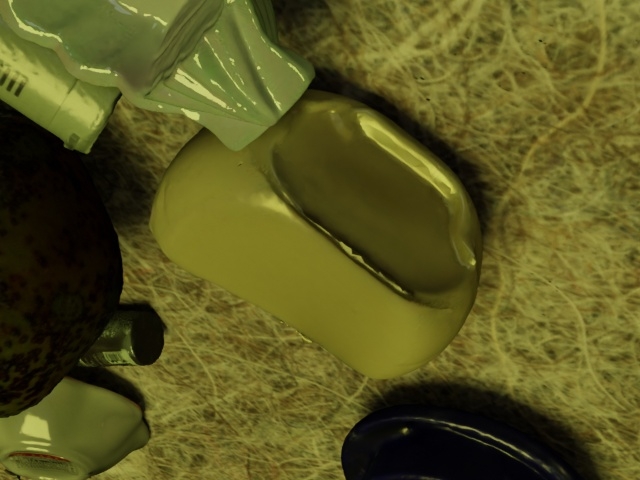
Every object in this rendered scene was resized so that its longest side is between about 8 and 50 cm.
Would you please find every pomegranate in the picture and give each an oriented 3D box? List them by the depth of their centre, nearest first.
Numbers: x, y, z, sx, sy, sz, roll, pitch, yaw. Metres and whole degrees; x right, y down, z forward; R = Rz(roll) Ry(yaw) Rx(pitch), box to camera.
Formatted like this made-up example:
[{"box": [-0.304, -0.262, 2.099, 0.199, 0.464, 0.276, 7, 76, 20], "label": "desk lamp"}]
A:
[{"box": [-0.296, 0.028, 1.169, 0.285, 0.285, 0.340, 16, 175, 14], "label": "pomegranate"}]

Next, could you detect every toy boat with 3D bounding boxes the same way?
[{"box": [-0.127, -0.192, 0.885, 0.290, 0.100, 0.199, 43, 139, -9], "label": "toy boat"}]

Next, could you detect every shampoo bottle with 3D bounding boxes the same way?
[{"box": [-0.261, 0.107, 1.368, 0.207, 0.063, 0.057, -4, 122, 35], "label": "shampoo bottle"}]

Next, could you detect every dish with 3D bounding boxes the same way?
[{"box": [-0.312, 0.232, 1.491, 0.229, 0.081, 0.229, 6, 149, 4], "label": "dish"}]

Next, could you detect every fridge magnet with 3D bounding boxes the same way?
[{"box": [0.141, 0.259, 1.266, 0.265, 0.113, 0.265, 17, 140, 14], "label": "fridge magnet"}]

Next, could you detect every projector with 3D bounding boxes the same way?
[{"box": [-0.292, -0.201, 0.979, 0.337, 0.108, 0.108, 34, 143, -10], "label": "projector"}]

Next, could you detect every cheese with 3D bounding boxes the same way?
[{"box": [0.000, 0.000, 1.033, 0.266, 0.127, 0.233, 36, 146, -8], "label": "cheese"}]
